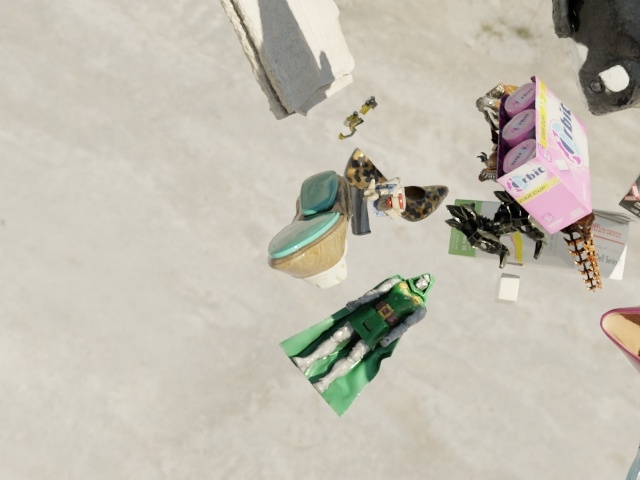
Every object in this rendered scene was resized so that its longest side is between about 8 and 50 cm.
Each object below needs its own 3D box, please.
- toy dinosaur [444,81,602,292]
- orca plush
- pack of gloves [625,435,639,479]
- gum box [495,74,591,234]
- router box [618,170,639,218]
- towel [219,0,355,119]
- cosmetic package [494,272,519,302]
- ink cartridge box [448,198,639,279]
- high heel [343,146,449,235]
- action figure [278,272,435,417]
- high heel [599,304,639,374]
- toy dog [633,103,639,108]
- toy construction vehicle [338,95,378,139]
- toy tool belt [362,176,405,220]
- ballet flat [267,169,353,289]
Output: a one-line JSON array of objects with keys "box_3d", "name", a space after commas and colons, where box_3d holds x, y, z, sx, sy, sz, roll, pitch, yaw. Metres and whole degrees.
[{"box_3d": [0.324, -0.074, 1.346, 0.218, 0.164, 0.322, -34, 73, -33], "name": "toy dinosaur"}, {"box_3d": [0.258, -0.244, 0.732, 0.102, 0.287, 0.151, 5, 9, 35], "name": "orca plush"}, {"box_3d": [0.541, 0.378, 1.489, 0.046, 0.195, 0.232, 24, 69, 11], "name": "pack of gloves"}, {"box_3d": [0.279, -0.113, 1.147, 0.107, 0.062, 0.188, 40, 38, -22], "name": "gum box"}, {"box_3d": [0.475, -0.072, 1.243, 0.092, 0.038, 0.122, 35, 66, 10], "name": "router box"}, {"box_3d": [-0.055, -0.304, 1.169, 0.187, 0.049, 0.282, -44, 112, -50], "name": "towel"}, {"box_3d": [0.414, 0.109, 2.042, 0.041, 0.060, 0.115, 9, -5, 7], "name": "cosmetic package"}, {"box_3d": [0.451, 0.000, 1.774, 0.353, 0.119, 0.207, 7, -2, 44], "name": "ink cartridge box"}, {"box_3d": [0.167, -0.131, 1.929, 0.261, 0.186, 0.093, -20, 29, -27], "name": "high heel"}, {"box_3d": [0.071, 0.121, 1.297, 0.232, 0.063, 0.137, -39, 75, -12], "name": "action figure"}, {"box_3d": [0.405, 0.136, 0.778, 0.181, 0.127, 0.377, 16, -1, -19], "name": "high heel"}, {"box_3d": [0.609, -0.350, 1.480, 0.395, 0.408, 0.285, -25, 91, -15], "name": "toy dog"}, {"box_3d": [0.086, -0.275, 2.090, 0.035, 0.086, 0.098, 46, 56, 1], "name": "toy construction vehicle"}, {"box_3d": [0.072, -0.047, 1.075, 0.051, 0.052, 0.083, -8, 10, 8], "name": "toy tool belt"}, {"box_3d": [0.000, 0.000, 1.440, 0.116, 0.124, 0.342, -18, 20, 13], "name": "ballet flat"}]
